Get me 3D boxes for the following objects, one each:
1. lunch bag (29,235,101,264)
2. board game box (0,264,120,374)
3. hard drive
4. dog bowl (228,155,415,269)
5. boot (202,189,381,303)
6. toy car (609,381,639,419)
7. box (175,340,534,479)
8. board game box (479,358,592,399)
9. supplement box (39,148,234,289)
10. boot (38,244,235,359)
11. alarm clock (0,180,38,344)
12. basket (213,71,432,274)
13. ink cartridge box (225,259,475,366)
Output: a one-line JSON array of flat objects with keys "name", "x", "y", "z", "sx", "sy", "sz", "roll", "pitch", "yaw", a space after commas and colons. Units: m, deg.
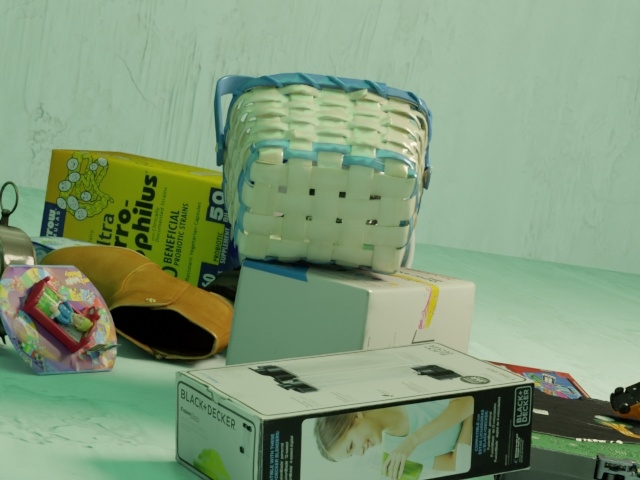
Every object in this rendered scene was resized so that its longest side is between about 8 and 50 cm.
[{"name": "lunch bag", "x": -0.345, "y": 0.043, "z": 2.209, "sx": 0.151, "sy": 0.096, "sz": 0.129, "roll": 2, "pitch": 1, "yaw": 27}, {"name": "board game box", "x": -0.282, "y": 0.080, "z": 1.778, "sx": 0.033, "sy": 0.133, "sz": 0.168, "roll": -31, "pitch": -20, "yaw": 31}, {"name": "hard drive", "x": 0.295, "y": 0.223, "z": 1.658, "sx": 0.237, "sy": 0.064, "sz": 0.339, "roll": 10, "pitch": 5, "yaw": 3}, {"name": "dog bowl", "x": 0.000, "y": 0.000, "z": 2.369, "sx": 0.265, "sy": 0.265, "sz": 0.104, "roll": 8, "pitch": 2, "yaw": -17}, {"name": "boot", "x": 0.032, "y": 0.033, "z": 2.123, "sx": 0.348, "sy": 0.131, "sz": 0.260, "roll": 14, "pitch": 44, "yaw": 41}, {"name": "toy car", "x": 0.355, "y": 0.191, "z": 1.682, "sx": 0.040, "sy": 0.060, "sz": 0.122, "roll": 57, "pitch": -1, "yaw": -31}, {"name": "box", "x": 0.030, "y": 0.164, "z": 1.453, "sx": 0.290, "sy": 0.087, "sz": 0.169, "roll": -4, "pitch": 12, "yaw": -31}, {"name": "board game box", "x": 0.274, "y": 0.198, "z": 2.068, "sx": 0.145, "sy": 0.027, "sz": 0.281, "roll": 8, "pitch": 6, "yaw": -2}, {"name": "supplement box", "x": -0.245, "y": -0.023, "z": 2.547, "sx": 0.356, "sy": 0.194, "sz": 0.195, "roll": 12, "pitch": 6, "yaw": 24}, {"name": "boot", "x": -0.246, "y": 0.076, "z": 2.007, "sx": 0.295, "sy": 0.104, "sz": 0.211, "roll": 15, "pitch": 6, "yaw": 8}, {"name": "alarm clock", "x": -0.370, "y": 0.026, "z": 1.834, "sx": 0.064, "sy": 0.192, "sz": 0.129, "roll": 6, "pitch": 7, "yaw": -39}, {"name": "basket", "x": 0.000, "y": -0.095, "z": 1.763, "sx": 0.254, "sy": 0.201, "sz": 0.289, "roll": 7, "pitch": 36, "yaw": -2}, {"name": "ink cartridge box", "x": 0.035, "y": 0.114, "z": 1.755, "sx": 0.171, "sy": 0.168, "sz": 0.232, "roll": 12, "pitch": 7, "yaw": 33}]
